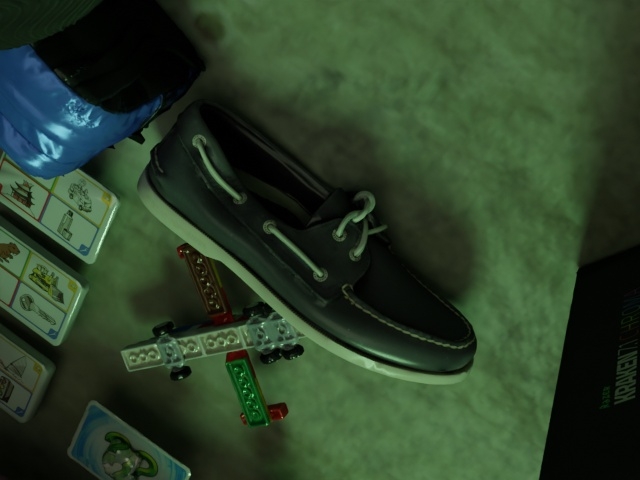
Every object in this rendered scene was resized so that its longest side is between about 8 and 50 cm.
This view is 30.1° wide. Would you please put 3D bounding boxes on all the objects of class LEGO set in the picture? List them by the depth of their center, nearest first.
[{"bbox_3d":[-0.100,0.063,0.701,0.244,0.060,0.182,34,119,11],"label":"LEGO set"}]

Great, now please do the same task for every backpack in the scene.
[{"bbox_3d":[-0.129,-0.081,0.601,0.098,0.120,0.101,44,115,-5],"label":"backpack"}]

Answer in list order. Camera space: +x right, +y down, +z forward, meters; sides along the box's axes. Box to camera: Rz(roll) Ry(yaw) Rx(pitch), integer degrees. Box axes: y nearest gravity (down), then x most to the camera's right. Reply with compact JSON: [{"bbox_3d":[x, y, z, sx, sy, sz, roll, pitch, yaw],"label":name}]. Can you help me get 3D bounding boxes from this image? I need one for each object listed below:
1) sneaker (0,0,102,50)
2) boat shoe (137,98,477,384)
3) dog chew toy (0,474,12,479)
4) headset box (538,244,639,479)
[{"bbox_3d":[-0.282,-0.220,0.512,0.447,0.169,0.257,4,84,20],"label":"sneaker"},{"bbox_3d":[0.000,0.000,0.622,0.206,0.075,0.065,33,119,6],"label":"boat shoe"},{"bbox_3d":[-0.157,0.257,0.704,0.332,0.206,0.207,15,114,1],"label":"dog chew toy"},{"bbox_3d":[0.211,0.136,0.522,0.131,0.246,0.283,-24,102,23],"label":"headset box"}]
